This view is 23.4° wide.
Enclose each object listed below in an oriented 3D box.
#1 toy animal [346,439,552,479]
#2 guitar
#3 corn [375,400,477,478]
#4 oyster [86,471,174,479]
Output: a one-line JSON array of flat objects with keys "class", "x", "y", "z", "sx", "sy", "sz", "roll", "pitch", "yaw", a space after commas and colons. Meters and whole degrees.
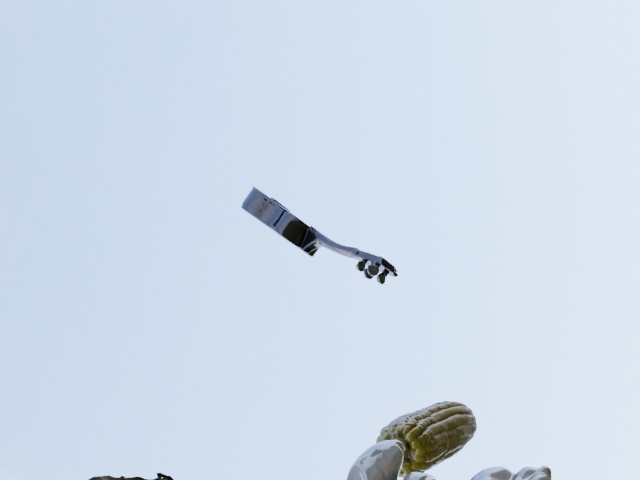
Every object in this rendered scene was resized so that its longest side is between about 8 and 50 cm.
[{"class": "toy animal", "x": 0.179, "y": 0.351, "z": 1.769, "sx": 0.265, "sy": 0.272, "sz": 0.206, "roll": 4, "pitch": -76, "yaw": -28}, {"class": "guitar", "x": -0.001, "y": 0.002, "z": 1.800, "sx": 0.084, "sy": 0.271, "sz": 0.038, "roll": 35, "pitch": -94, "yaw": -39}, {"class": "corn", "x": 0.139, "y": 0.250, "z": 1.983, "sx": 0.231, "sy": 0.080, "sz": 0.080, "roll": -11, "pitch": -75, "yaw": -66}, {"class": "oyster", "x": -0.228, "y": 0.376, "z": 1.910, "sx": 0.294, "sy": 0.166, "sz": 0.094, "roll": 12, "pitch": -57, "yaw": -41}]
